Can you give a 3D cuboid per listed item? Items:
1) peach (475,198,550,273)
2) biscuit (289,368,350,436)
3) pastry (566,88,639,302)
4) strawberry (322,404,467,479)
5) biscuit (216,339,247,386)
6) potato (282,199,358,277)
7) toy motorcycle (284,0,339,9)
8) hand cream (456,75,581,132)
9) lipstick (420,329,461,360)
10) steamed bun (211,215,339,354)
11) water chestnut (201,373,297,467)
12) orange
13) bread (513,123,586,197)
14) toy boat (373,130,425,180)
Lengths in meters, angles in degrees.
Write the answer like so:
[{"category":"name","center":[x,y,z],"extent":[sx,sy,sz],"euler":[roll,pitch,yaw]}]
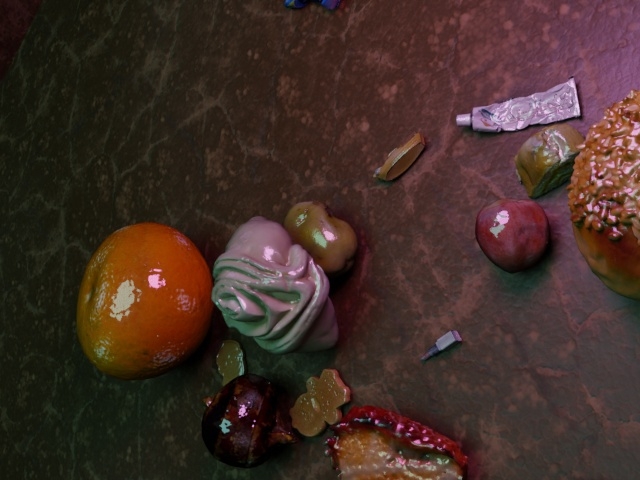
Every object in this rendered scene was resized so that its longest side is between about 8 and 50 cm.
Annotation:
[{"category":"peach","center":[0.367,-0.006,1.434],"extent":[0.152,0.152,0.152],"euler":[-9,76,38]},{"category":"biscuit","center":[0.001,0.389,1.728],"extent":[0.133,0.027,0.184],"euler":[39,108,38]},{"category":"pastry","center":[0.594,-0.083,1.184],"extent":[0.409,0.245,0.410],"euler":[-11,73,40]},{"category":"strawberry","center":[0.154,0.440,1.520],"extent":[0.280,0.150,0.253],"euler":[-41,79,24]},{"category":"biscuit","center":[-0.237,0.326,1.944],"extent":[0.102,0.019,0.130],"euler":[-29,63,31]},{"category":"potato","center":[-0.004,0.002,1.729],"extent":[0.137,0.154,0.200],"euler":[-37,61,-20]},{"category":"toy motorcycle","center":[-0.008,-0.661,1.905],"extent":[0.254,0.092,0.136],"euler":[9,97,49]},{"category":"hand cream","center":[0.402,-0.265,1.510],"extent":[0.257,0.050,0.084],"euler":[-9,78,32]},{"category":"lipstick","center":[0.250,0.227,1.555],"extent":[0.107,0.025,0.025],"euler":[-43,57,34]},{"category":"steamed bun","center":[-0.128,0.131,1.684],"extent":[0.310,0.219,0.324],"euler":[40,150,36]},{"category":"water chestnut","center":[-0.169,0.440,1.760],"extent":[0.238,0.224,0.224],"euler":[8,85,2]},{"category":"orange","center":[-0.462,0.163,1.968],"extent":[0.424,0.326,0.424],"euler":[-32,50,48]},{"category":"bread","center":[0.434,-0.158,1.424],"extent":[0.156,0.110,0.103],"euler":[-42,63,27]},{"category":"toy boat","center":[0.181,-0.188,1.681],"extent":[0.149,0.047,0.049],"euler":[-45,43,21]}]
